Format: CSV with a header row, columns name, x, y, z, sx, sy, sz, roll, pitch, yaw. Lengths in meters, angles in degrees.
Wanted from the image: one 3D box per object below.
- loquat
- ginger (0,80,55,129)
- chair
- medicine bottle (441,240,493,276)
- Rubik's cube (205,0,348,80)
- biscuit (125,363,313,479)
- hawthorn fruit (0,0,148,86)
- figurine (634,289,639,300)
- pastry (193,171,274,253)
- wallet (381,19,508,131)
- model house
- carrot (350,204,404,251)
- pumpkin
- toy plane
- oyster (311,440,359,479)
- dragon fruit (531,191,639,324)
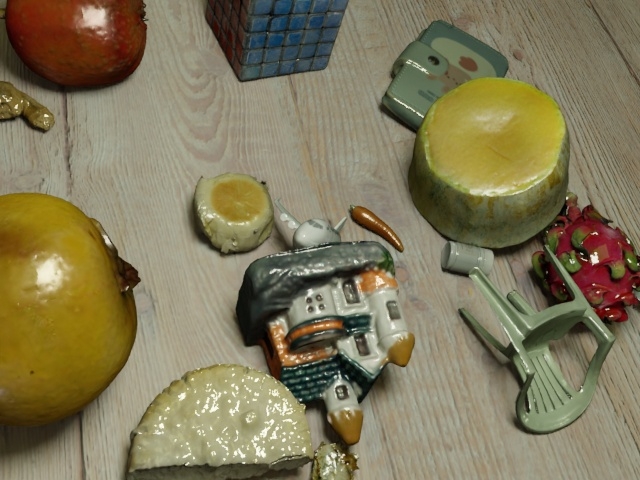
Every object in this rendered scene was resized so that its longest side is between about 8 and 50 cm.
name,x,y,z,sx,sy,sz,roll,pitch,yaw
loquat,-0.434,0.109,1.026,0.359,0.328,0.328,-22,64,-13
ginger,-0.597,-0.258,1.381,0.165,0.067,0.096,26,32,2
chair,0.395,0.183,1.314,0.203,0.191,0.275,-13,53,-23
medicine bottle,0.294,0.038,1.444,0.091,0.058,0.058,13,54,-8
Rubik's cube,-0.100,-0.529,1.611,0.236,0.237,0.238,-13,61,-25
biscuit,-0.160,0.280,1.099,0.281,0.084,0.179,-7,69,-11
hawthorn fruit,-0.511,-0.451,1.427,0.330,0.287,0.287,-4,57,-11
figurine,0.783,0.090,1.507,0.265,0.140,0.193,-32,46,-19
pastry,-0.162,-0.055,1.357,0.165,0.088,0.166,8,53,-11
wallet,0.295,-0.376,1.720,0.252,0.083,0.360,32,54,0
model house,0.027,0.178,1.189,0.271,0.190,0.301,-6,59,-21
carrot,0.115,-0.028,1.455,0.142,0.035,0.035,37,54,5
pumpkin,0.332,-0.173,1.448,0.332,0.199,0.332,-7,62,13
toy plane,-0.002,0.004,1.311,0.251,0.101,0.255,32,12,12
oyster,0.013,0.383,1.143,0.086,0.029,0.132,28,56,11
dragon fruit,0.537,0.041,1.447,0.218,0.198,0.273,-3,28,16
